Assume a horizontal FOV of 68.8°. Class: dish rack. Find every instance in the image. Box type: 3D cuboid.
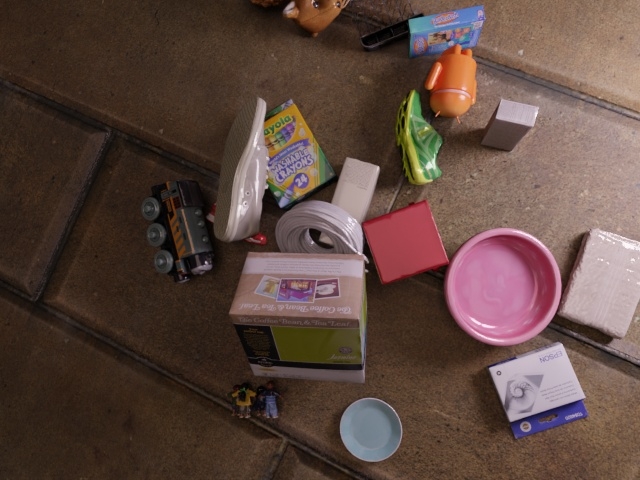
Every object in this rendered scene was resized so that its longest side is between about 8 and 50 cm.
[{"bbox_3d":[0.193,-0.752,1.489,0.208,0.074,0.271,-19,83,7],"label":"dish rack"}]

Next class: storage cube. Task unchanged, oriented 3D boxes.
[{"bbox_3d":[0.246,0.009,1.368,0.193,0.183,0.215,-20,83,9],"label":"storage cube"}]

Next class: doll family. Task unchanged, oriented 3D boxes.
[{"bbox_3d":[-0.206,0.494,1.464,0.193,0.076,0.111,-2,81,4],"label":"doll family"}]

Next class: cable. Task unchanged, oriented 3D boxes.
[{"bbox_3d":[0.000,0.000,1.344,0.257,0.089,0.257,-17,117,37],"label":"cable"}]

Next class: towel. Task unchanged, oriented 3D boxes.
[{"bbox_3d":[0.813,0.118,1.336,0.187,0.049,0.282,21,90,12],"label":"towel"}]

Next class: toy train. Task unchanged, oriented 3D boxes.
[{"bbox_3d":[-0.447,-0.036,1.488,0.190,0.142,0.334,-19,83,25],"label":"toy train"}]

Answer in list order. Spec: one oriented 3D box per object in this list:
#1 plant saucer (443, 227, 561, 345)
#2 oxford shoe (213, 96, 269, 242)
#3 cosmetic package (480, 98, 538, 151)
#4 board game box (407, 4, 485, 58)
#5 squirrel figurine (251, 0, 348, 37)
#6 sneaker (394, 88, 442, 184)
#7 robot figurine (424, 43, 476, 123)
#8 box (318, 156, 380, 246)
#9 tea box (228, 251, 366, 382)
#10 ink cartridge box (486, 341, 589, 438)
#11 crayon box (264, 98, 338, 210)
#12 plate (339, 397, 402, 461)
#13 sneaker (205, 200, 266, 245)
[{"bbox_3d":[0.510,0.130,1.339,0.332,0.084,0.332,0,91,-4],"label":"plant saucer"},{"bbox_3d":[-0.220,-0.208,1.421,0.130,0.169,0.449,12,84,-35],"label":"oxford shoe"},{"bbox_3d":[0.525,-0.320,1.317,0.099,0.239,0.060,18,88,10],"label":"cosmetic package"},{"bbox_3d":[0.371,-0.623,1.407,0.210,0.160,0.047,-8,84,8],"label":"board game box"},{"bbox_3d":[-0.071,-0.845,1.478,0.397,0.281,0.370,5,97,24],"label":"squirrel figurine"},{"bbox_3d":[0.304,-0.314,1.436,0.123,0.109,0.295,-4,83,-14],"label":"sneaker"},{"bbox_3d":[0.395,-0.469,1.407,0.128,0.158,0.219,7,87,27],"label":"robot figurine"},{"bbox_3d":[0.093,-0.107,1.446,0.113,0.094,0.275,19,89,11],"label":"box"},{"bbox_3d":[-0.039,0.216,1.301,0.329,0.323,0.220,2,47,8],"label":"tea box"},{"bbox_3d":[0.626,0.435,1.342,0.223,0.045,0.224,-22,83,7],"label":"ink cartridge box"},{"bbox_3d":[-0.110,-0.285,1.499,0.203,0.083,0.323,-30,81,6],"label":"crayon box"},{"bbox_3d":[0.153,0.572,1.420,0.188,0.024,0.188,-1,86,10],"label":"plate"},{"bbox_3d":[-0.254,-0.078,1.506,0.221,0.087,0.128,26,92,9],"label":"sneaker"}]
